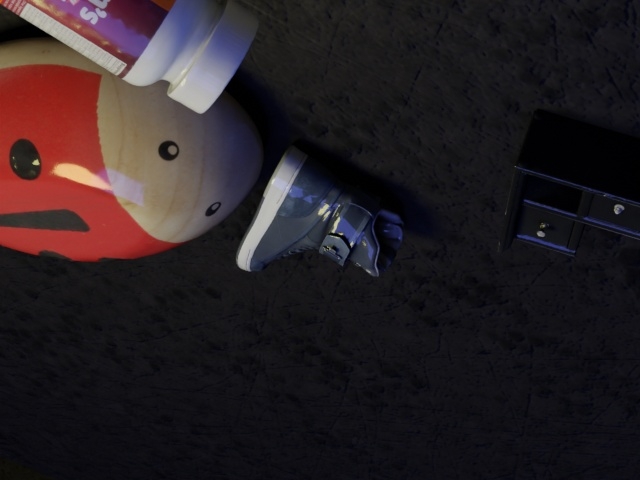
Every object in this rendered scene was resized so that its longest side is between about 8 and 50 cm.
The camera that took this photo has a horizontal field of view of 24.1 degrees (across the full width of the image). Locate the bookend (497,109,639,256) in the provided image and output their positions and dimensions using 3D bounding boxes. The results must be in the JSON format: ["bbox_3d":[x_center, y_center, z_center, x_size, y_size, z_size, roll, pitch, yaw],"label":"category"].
[{"bbox_3d":[0.264,-0.035,1.469,0.156,0.072,0.157,18,150,9],"label":"bookend"}]

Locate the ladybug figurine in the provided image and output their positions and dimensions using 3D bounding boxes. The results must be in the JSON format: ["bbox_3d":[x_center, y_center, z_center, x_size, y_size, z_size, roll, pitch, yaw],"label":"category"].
[{"bbox_3d":[-0.274,-0.084,1.669,0.449,0.162,0.305,-3,142,37],"label":"ladybug figurine"}]

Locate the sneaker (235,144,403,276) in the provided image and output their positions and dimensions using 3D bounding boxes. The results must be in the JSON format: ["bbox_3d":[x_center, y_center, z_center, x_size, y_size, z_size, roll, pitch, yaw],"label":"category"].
[{"bbox_3d":[-0.001,0.001,1.694,0.163,0.086,0.226,27,149,-2],"label":"sneaker"}]

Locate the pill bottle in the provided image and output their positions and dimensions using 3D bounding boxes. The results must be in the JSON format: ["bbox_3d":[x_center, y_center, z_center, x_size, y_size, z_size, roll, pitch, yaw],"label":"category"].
[{"bbox_3d":[-0.170,-0.208,1.280,0.221,0.121,0.121,31,149,-14],"label":"pill bottle"}]
